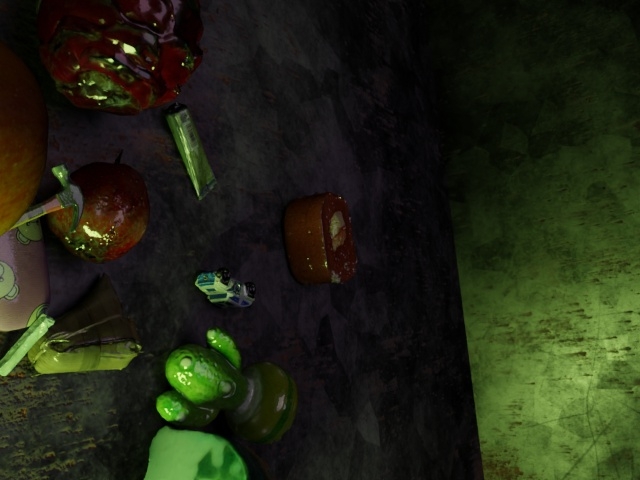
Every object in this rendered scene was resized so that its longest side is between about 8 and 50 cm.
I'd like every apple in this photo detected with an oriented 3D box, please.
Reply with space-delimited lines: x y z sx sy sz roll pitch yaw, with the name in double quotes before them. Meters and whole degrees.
"apple" -0.530 -0.133 0.864 0.340 0.340 0.339 26 60 -55

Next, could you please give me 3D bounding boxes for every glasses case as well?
"glasses case" -0.525 -0.010 1.084 0.123 0.076 0.316 -14 94 -55

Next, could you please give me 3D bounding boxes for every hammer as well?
"hammer" -0.501 -0.020 1.026 0.288 0.033 0.111 -32 104 -36

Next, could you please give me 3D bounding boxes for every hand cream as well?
"hand cream" -0.308 -0.217 1.562 0.086 0.055 0.235 -54 135 -48

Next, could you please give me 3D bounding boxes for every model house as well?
"model house" -0.162 0.552 1.322 0.329 0.295 0.251 44 49 -42

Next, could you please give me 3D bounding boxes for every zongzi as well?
"zongzi" -0.437 0.144 1.195 0.195 0.099 0.197 3 54 -49

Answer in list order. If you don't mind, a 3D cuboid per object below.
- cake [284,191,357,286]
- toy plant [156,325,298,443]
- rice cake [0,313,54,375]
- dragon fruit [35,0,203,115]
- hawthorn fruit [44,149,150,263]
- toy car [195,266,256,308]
"cake" 0.000 0.000 1.916 0.177 0.151 0.282 -21 104 -64
"toy plant" -0.205 0.324 1.460 0.316 0.185 0.224 33 71 -39
"rice cake" -0.488 0.171 1.087 0.121 0.022 0.022 -50 145 -8
"dragon fruit" -0.373 -0.392 1.238 0.329 0.329 0.329 26 60 -55
"hawthorn fruit" -0.397 -0.077 1.226 0.181 0.181 0.235 46 50 -44
"toy car" -0.221 0.121 1.569 0.171 0.080 0.070 38 52 -51
